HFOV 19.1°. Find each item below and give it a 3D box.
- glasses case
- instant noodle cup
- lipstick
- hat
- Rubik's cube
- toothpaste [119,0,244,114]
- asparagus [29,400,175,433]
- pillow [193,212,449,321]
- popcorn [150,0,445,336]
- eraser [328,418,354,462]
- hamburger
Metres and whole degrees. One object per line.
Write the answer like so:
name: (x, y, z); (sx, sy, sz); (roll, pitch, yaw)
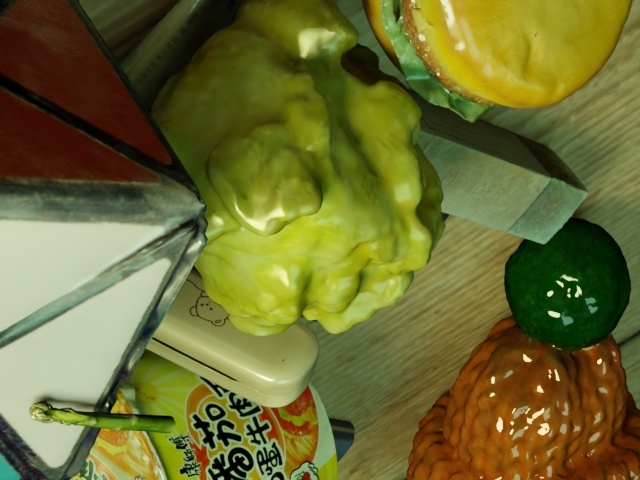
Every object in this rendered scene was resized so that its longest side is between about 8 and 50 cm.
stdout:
glasses case: (-0.096, 0.080, 1.700); (0.083, 0.196, 0.050); (-53, 163, -45)
instant noodle cup: (-0.122, 0.206, 1.778); (0.200, 0.264, 0.264); (-19, 141, -33)
lipstick: (0.106, -0.080, 1.767); (0.371, 0.080, 0.076); (17, 120, -46)
hat: (0.242, 0.186, 2.024); (0.285, 0.285, 0.400); (-19, 137, -21)
Rubik's cube: (-0.304, -0.009, 1.332); (0.305, 0.307, 0.310); (1, 133, -41)
toothpaste: (-0.161, -0.103, 1.550); (0.323, 0.066, 0.100); (-45, 151, 7)
asparagus: (-0.153, 0.126, 1.339); (0.127, 0.018, 0.015); (12, 101, -45)
pillow: (0.000, -0.002, 1.808); (0.255, 0.034, 0.189); (19, 121, -46)
popcorn: (-0.020, -0.053, 1.510); (0.242, 0.235, 0.250); (-41, 133, -12)
eraser: (-0.052, 0.221, 2.015); (0.225, 0.036, 0.082); (15, 122, -46)
hamburger: (0.128, -0.221, 1.529); (0.246, 0.170, 0.246); (-9, 105, -37)
